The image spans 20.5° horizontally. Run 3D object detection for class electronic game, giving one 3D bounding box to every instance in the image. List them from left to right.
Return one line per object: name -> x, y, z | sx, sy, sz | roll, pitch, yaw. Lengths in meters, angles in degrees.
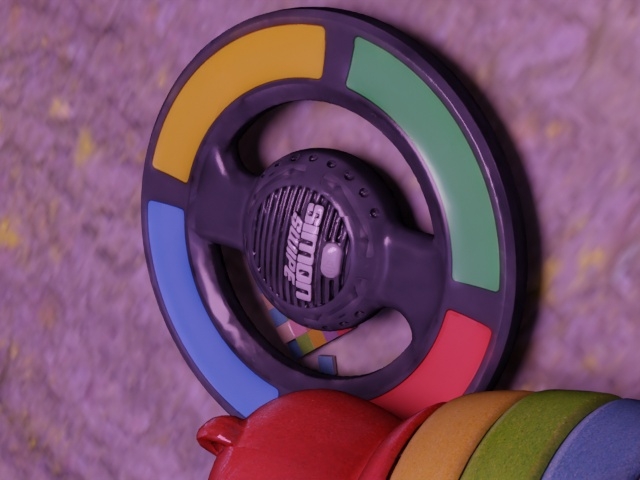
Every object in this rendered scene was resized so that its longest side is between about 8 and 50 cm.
electronic game -> 0.000, 0.000, 0.873 | 0.229, 0.048, 0.229 | 9, 105, 35

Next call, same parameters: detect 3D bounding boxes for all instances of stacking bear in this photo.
stacking bear -> 0.076, 0.139, 0.763 | 0.289, 0.175, 0.164 | 10, 70, 33

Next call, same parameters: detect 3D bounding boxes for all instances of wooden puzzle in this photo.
wooden puzzle -> -0.009, 0.031, 0.924 | 0.049, 0.006, 0.083 | -31, 81, 41
